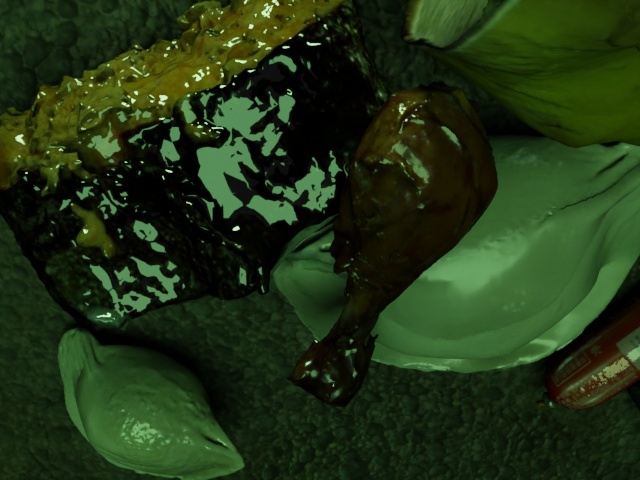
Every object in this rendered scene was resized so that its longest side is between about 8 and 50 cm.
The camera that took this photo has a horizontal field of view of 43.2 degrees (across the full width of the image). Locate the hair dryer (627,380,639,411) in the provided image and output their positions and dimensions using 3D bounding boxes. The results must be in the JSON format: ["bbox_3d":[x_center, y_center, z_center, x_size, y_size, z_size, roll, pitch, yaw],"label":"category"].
[{"bbox_3d":[0.462,0.127,0.883,0.255,0.070,0.128,-36,114,9],"label":"hair dryer"}]

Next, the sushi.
[{"bbox_3d":[-0.104,-0.067,0.658,0.348,0.234,0.207,-25,117,7],"label":"sushi"}]

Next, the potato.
[{"bbox_3d":[0.245,-0.179,0.513,0.296,0.397,0.290,27,96,-11],"label":"potato"}]

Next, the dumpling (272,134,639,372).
[{"bbox_3d":[0.154,0.029,0.758,0.341,0.181,0.260,-32,134,-10],"label":"dumpling"}]

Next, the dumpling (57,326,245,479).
[{"bbox_3d":[-0.188,0.194,0.861,0.216,0.126,0.166,17,133,-14],"label":"dumpling"}]

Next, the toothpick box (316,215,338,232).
[{"bbox_3d":[0.000,0.000,0.797,0.047,0.047,0.083,2,120,-3],"label":"toothpick box"}]

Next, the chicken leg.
[{"bbox_3d":[0.049,0.022,0.601,0.113,0.093,0.304,-19,141,-36],"label":"chicken leg"}]

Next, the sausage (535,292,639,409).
[{"bbox_3d":[0.338,0.100,0.849,0.074,0.074,0.274,39,111,-21],"label":"sausage"}]
